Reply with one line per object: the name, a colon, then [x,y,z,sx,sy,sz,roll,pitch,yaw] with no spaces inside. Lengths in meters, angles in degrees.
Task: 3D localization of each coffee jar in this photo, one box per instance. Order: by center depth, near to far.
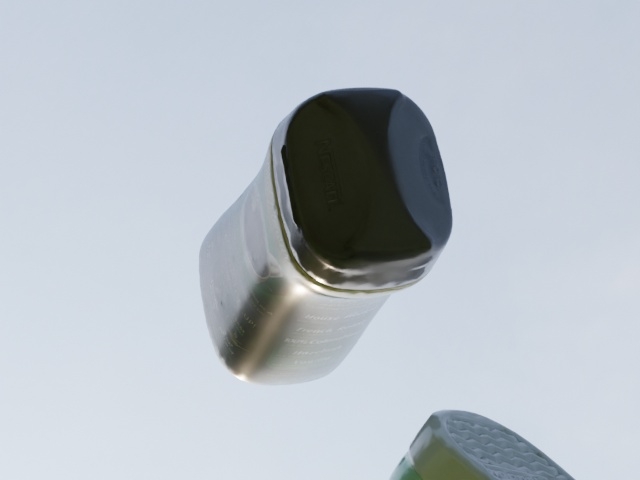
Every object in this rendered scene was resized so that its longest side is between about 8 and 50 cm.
coffee jar: [0.000,0.000,0.969,0.079,0.096,0.184,-4,-20,-19]

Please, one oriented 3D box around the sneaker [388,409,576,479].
sneaker: [0.105,0.202,0.809,0.256,0.094,0.151,42,-67,32]
